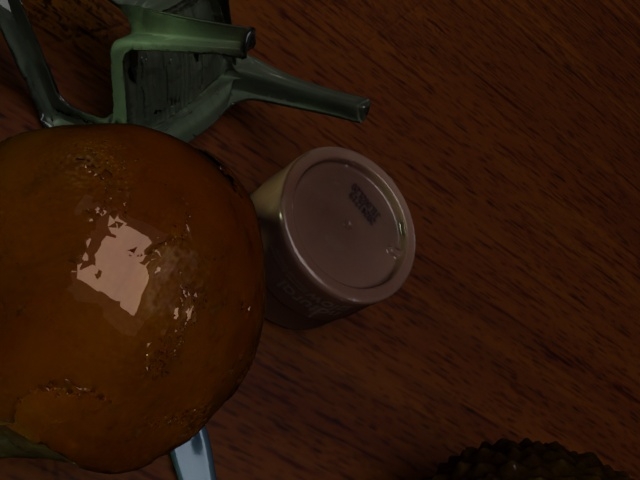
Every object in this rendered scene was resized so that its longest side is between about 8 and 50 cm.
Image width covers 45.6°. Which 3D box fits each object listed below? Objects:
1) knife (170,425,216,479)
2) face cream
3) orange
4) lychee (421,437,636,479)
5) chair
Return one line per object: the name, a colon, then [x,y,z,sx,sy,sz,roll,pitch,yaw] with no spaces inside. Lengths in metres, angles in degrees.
knife: [-0.090,0.247,0.596,0.045,0.019,0.312,-7,76,-29]
face cream: [0.000,0.000,0.705,0.149,0.104,0.149,14,64,-31]
orange: [-0.152,0.034,0.502,0.240,0.240,0.239,14,63,-31]
lychee: [0.178,0.297,0.623,0.268,0.267,0.267,14,63,-31]
chair: [-0.122,-0.174,0.639,0.275,0.190,0.203,19,46,25]
